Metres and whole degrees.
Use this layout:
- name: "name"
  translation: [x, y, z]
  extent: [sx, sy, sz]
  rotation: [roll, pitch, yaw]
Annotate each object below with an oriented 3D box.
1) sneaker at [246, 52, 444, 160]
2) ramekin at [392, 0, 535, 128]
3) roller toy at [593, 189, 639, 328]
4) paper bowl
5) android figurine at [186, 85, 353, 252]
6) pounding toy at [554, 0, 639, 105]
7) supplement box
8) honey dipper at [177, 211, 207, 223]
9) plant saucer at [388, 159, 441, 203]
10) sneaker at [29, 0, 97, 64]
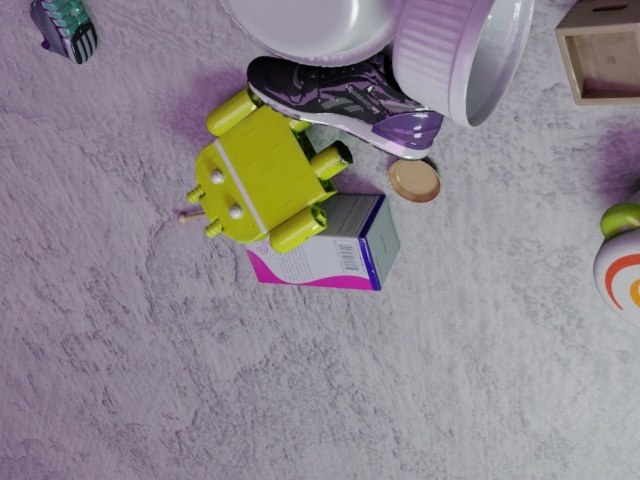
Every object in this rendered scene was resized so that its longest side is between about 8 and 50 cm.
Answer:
- name: "sneaker"
  translation: [0.041, -0.224, 1.465]
  extent: [0.283, 0.107, 0.124]
  rotation: [20, 130, 0]
- name: "ramekin"
  translation: [0.174, -0.251, 1.286]
  extent: [0.109, 0.207, 0.207]
  rotation: [23, 137, 21]
- name: "roller toy"
  translation: [0.479, 0.025, 1.410]
  extent: [0.191, 0.146, 0.209]
  rotation: [17, 142, 27]
- name: "paper bowl"
  translation: [-0.015, -0.349, 1.334]
  extent: [0.284, 0.148, 0.284]
  rotation: [15, 136, 15]
- name: "android figurine"
  translation: [-0.088, -0.102, 1.589]
  extent: [0.273, 0.056, 0.248]
  rotation: [-30, 84, 25]
- name: "pounding toy"
  translation: [0.383, -0.230, 1.278]
  extent: [0.141, 0.100, 0.130]
  rotation: [4, 131, 40]
- name: "supplement box"
  translation: [0.000, 0.000, 1.672]
  extent: [0.220, 0.114, 0.111]
  rotation: [3, 131, 25]
- name: "honey dipper"
  translation: [-0.186, -0.047, 1.792]
  extent: [0.161, 0.030, 0.030]
  rotation: [-6, 126, 37]
- name: "plant saucer"
  translation: [0.144, -0.093, 1.578]
  extent: [0.083, 0.015, 0.083]
  rotation: [15, 134, 16]
- name: "sneaker"
  translation: [-0.414, -0.368, 1.583]
  extent: [0.098, 0.083, 0.223]
  rotation: [16, 136, 22]
